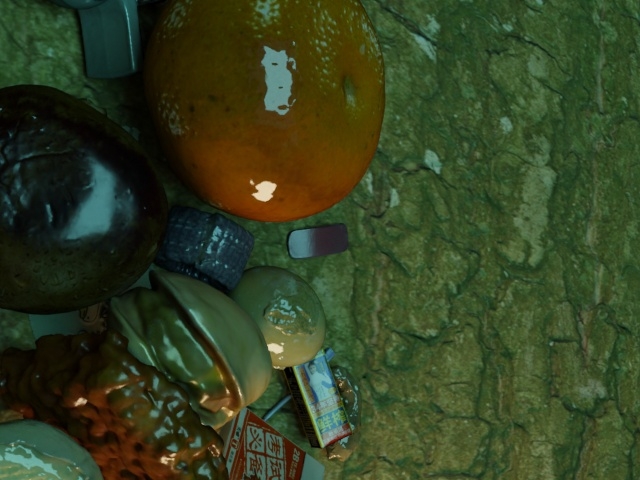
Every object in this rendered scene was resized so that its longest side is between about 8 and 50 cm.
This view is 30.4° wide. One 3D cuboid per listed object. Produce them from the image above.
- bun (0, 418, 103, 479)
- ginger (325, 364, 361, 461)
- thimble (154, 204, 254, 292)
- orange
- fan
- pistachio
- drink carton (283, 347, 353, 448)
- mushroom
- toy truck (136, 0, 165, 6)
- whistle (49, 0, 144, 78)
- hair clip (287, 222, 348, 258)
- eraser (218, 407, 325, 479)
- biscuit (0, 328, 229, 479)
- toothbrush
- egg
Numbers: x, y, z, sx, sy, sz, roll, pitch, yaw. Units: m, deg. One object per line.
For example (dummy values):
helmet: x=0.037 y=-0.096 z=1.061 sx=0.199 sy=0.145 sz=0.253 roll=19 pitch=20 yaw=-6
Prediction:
bun: x=-0.456 y=0.368 z=1.666 sx=0.287 sy=0.146 sz=0.287 roll=-6 pitch=113 yaw=-15
ginger: x=0.043 y=0.313 z=2.131 sx=0.070 sy=0.051 sz=0.173 roll=3 pitch=82 yaw=-27
thimble: x=-0.187 y=0.014 z=1.885 sx=0.150 sy=0.150 sz=0.097 roll=31 pitch=72 yaw=-34
orange: x=-0.091 y=-0.236 z=1.828 sx=0.424 sy=0.326 sz=0.423 roll=-4 pitch=95 yaw=-55
fan: x=-0.335 y=0.021 z=1.853 sx=0.233 sy=0.012 sz=0.414 roll=10 pitch=85 yaw=-38
pistachio: x=-0.202 y=0.177 z=1.801 sx=0.229 sy=0.238 sz=0.321 roll=-40 pitch=140 yaw=-11
drink carton: x=-0.007 y=0.274 z=2.061 sx=0.071 sy=0.056 sz=0.165 roll=-20 pitch=92 yaw=-28
mushroom: x=-0.398 y=-0.056 z=1.672 sx=0.239 sy=0.345 sz=0.345 roll=70 pitch=39 yaw=-71
toy truck: x=-0.277 y=-0.488 z=1.822 sx=0.101 sy=0.125 sz=0.242 roll=-24 pitch=106 yaw=-36
whistle: x=-0.356 y=-0.382 z=1.746 sx=0.164 sy=0.163 sz=0.289 roll=-13 pitch=99 yaw=-37
hair clip: x=0.001 y=0.000 z=2.107 sx=0.137 sy=0.022 sz=0.054 roll=-8 pitch=99 yaw=-37
eraser: x=-0.089 y=0.399 z=1.999 sx=0.230 sy=0.038 sz=0.157 roll=42 pitch=42 yaw=-29
biscuit: x=-0.293 y=0.263 z=1.702 sx=0.318 sy=0.312 sz=0.110 roll=55 pitch=50 yaw=-28
toothbrush: x=-0.039 y=0.257 z=2.085 sx=0.193 sy=0.013 sz=0.019 roll=-44 pitch=109 yaw=-29
egg: x=-0.074 y=0.128 z=1.964 sx=0.201 sy=0.164 sz=0.164 roll=45 pitch=65 yaw=-35
